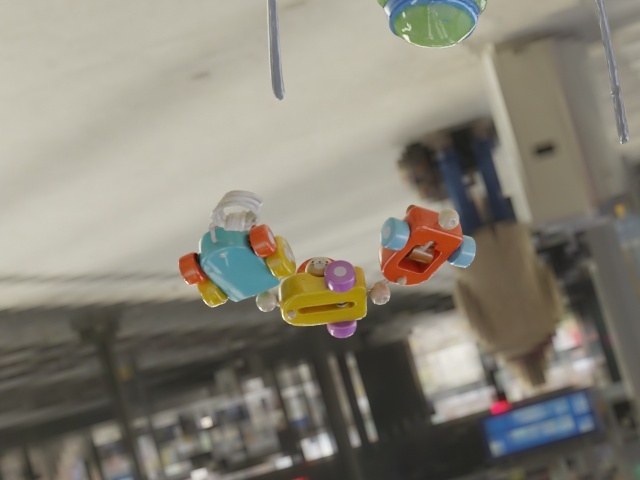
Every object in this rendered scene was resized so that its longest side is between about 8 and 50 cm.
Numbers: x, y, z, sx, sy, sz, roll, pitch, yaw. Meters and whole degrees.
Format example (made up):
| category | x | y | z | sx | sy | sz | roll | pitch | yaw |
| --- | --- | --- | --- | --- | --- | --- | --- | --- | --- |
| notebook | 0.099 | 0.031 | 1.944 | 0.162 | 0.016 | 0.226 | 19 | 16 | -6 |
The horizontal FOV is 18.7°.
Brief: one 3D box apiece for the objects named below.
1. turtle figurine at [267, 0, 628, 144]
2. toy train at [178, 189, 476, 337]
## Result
| category | x | y | z | sx | sy | sz | roll | pitch | yaw |
| --- | --- | --- | --- | --- | --- | --- | --- | --- | --- |
| turtle figurine | 0.056 | -0.210 | 1.055 | 0.198 | 0.266 | 0.275 | 1 | 167 | 22 |
| toy train | 0.000 | 0.000 | 1.151 | 0.166 | 0.046 | 0.125 | 11 | 137 | -23 |
